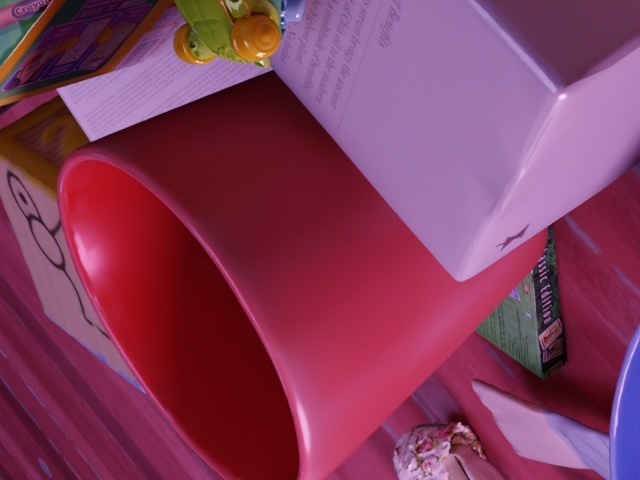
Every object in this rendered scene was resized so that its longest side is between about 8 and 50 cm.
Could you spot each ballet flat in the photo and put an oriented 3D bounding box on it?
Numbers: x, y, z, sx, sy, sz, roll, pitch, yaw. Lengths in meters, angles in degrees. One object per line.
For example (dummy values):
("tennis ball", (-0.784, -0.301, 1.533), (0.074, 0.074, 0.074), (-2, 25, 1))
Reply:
("ballet flat", (0.146, 0.251, 1.646), (0.077, 0.091, 0.241), (-33, 94, 45))

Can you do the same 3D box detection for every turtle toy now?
("turtle toy", (-0.054, -0.156, 1.111), (0.095, 0.066, 0.130), (6, 125, 59))

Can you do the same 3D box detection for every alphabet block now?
("alphabet block", (-0.145, -0.021, 1.719), (0.192, 0.193, 0.197), (31, 146, 43))

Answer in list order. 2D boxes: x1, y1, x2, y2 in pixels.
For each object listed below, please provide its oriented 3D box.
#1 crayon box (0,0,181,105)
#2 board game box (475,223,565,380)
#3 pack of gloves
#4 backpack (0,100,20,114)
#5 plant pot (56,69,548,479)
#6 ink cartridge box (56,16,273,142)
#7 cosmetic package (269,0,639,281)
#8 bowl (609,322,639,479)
("crayon box", (-0.159, -0.187, 1.365), (0.081, 0.278, 0.165), (45, 114, 6))
("board game box", (0.111, -0.028, 1.414), (0.136, 0.030, 0.260), (34, 148, 38))
("pack of gloves", (0.232, 0.185, 1.459), (0.195, 0.046, 0.232), (55, 163, -26))
("backpack", (-0.308, -0.236, 1.678), (0.213, 0.263, 0.276), (35, 157, 28))
("plant pot", (0.000, 0.000, 1.323), (0.275, 0.243, 0.275), (44, 154, 29))
("ink cartridge box", (-0.089, -0.107, 1.538), (0.189, 0.066, 0.232), (-34, 92, 24))
("cosmetic package", (0.019, -0.226, 1.167), (0.453, 0.161, 0.230), (51, 156, 15))
("bowl", (0.315, 0.183, 1.121), (0.391, 0.077, 0.391), (39, 138, 47))
